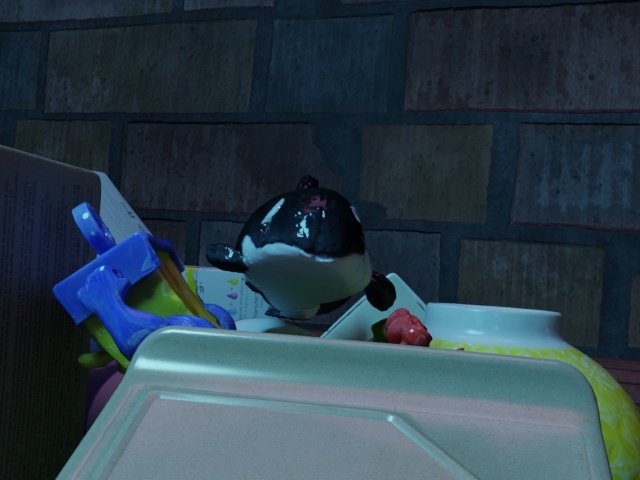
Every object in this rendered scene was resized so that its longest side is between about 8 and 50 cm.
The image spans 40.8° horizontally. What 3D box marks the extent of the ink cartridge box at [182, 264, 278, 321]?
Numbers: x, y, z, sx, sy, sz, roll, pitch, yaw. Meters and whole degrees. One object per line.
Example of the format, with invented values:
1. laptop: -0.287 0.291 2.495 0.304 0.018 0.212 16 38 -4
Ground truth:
1. ink cartridge box: -0.198 0.123 1.299 0.232 0.171 0.168 4 -2 -20

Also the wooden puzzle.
1. wooden puzzle: 0.000 0.120 0.312 0.220 0.044 0.239 4 29 8

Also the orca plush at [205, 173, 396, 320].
1. orca plush: 0.000 0.000 0.720 0.151 0.102 0.287 10 -15 14

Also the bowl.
1. bowl: 0.142 0.135 0.732 0.289 0.156 0.289 4 -2 0

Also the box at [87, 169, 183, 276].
1. box: -0.330 0.046 0.876 0.215 0.168 0.345 -41 -10 11

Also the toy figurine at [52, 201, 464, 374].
1. toy figurine: -0.069 0.047 0.573 0.217 0.191 0.362 47 -1 2

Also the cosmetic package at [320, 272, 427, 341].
1. cosmetic package: 0.098 0.130 1.032 0.160 0.113 0.309 48 0 6

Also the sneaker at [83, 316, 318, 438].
1. sneaker: -0.166 0.126 0.819 0.236 0.130 0.322 8 5 32

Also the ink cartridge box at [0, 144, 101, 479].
1. ink cartridge box: -0.220 0.060 0.526 0.088 0.235 0.193 3 -3 13
